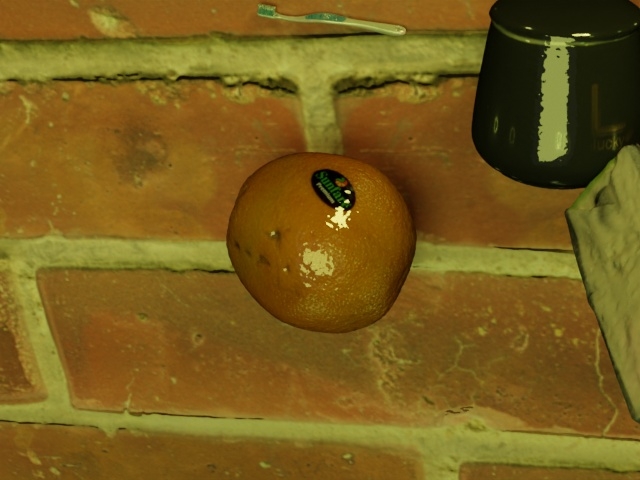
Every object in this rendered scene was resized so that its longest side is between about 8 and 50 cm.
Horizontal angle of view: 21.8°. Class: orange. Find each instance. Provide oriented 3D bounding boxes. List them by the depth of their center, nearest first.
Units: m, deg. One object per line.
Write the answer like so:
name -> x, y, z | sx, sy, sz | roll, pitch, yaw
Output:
orange -> 0.000, 0.000, 1.771 | 0.206, 0.206, 0.206 | 9, 123, 14

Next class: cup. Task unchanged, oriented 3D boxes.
cup -> 0.257, -0.156, 1.615 | 0.223, 0.169, 0.177 | -9, 115, -15

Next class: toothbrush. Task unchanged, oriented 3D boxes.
toothbrush -> 0.011, -0.228, 1.731 | 0.162, 0.014, 0.017 | 11, 143, 12

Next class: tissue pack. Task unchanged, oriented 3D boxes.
tissue pack -> 0.425, 0.103, 1.539 | 0.394, 0.288, 0.124 | 26, 123, -26
